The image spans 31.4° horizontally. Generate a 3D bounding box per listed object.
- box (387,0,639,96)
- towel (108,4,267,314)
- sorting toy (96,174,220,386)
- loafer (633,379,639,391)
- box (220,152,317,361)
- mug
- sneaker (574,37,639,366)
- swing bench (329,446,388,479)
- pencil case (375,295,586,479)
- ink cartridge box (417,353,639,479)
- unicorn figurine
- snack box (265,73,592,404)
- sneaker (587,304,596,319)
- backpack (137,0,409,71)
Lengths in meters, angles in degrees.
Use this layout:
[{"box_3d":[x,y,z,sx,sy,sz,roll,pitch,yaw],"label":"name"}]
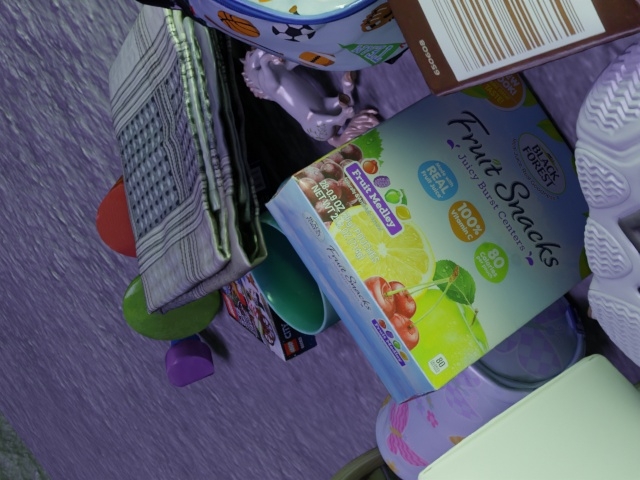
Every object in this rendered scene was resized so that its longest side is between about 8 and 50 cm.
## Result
[{"box_3d":[0.136,-0.197,0.564,0.168,0.203,0.167,-10,109,61],"label":"box"},{"box_3d":[-0.157,-0.092,1.198,0.324,0.056,0.312,-28,70,61],"label":"towel"},{"box_3d":[-0.209,0.031,1.511,0.126,0.127,0.365,-108,6,-49],"label":"sorting toy"},{"box_3d":[0.318,0.135,0.708,0.319,0.112,0.111,-2,108,58],"label":"loafer"},{"box_3d":[-0.086,0.004,1.272,0.159,0.044,0.233,30,141,57],"label":"box"},{"box_3d":[0.004,0.009,1.107,0.129,0.097,0.158,54,152,9],"label":"mug"},{"box_3d":[0.219,-0.040,0.594,0.101,0.153,0.268,42,161,33],"label":"sneaker"},{"box_3d":[0.109,0.412,1.278,0.255,0.165,0.253,18,134,51],"label":"swing bench"},{"box_3d":[0.130,0.128,1.004,0.273,0.114,0.124,111,149,-57],"label":"pencil case"},{"box_3d":[0.214,0.310,0.810,0.279,0.160,0.384,47,160,34],"label":"ink cartridge box"},{"box_3d":[-0.023,-0.142,1.035,0.162,0.060,0.111,55,153,5],"label":"unicorn figurine"},{"box_3d":[0.095,-0.013,0.817,0.174,0.207,0.070,56,153,2],"label":"snack box"},{"box_3d":[0.247,0.005,0.756,0.086,0.064,0.192,31,141,20],"label":"sneaker"},{"box_3d":[-0.017,-0.246,0.714,0.263,0.276,0.213,33,-176,12],"label":"backpack"}]
